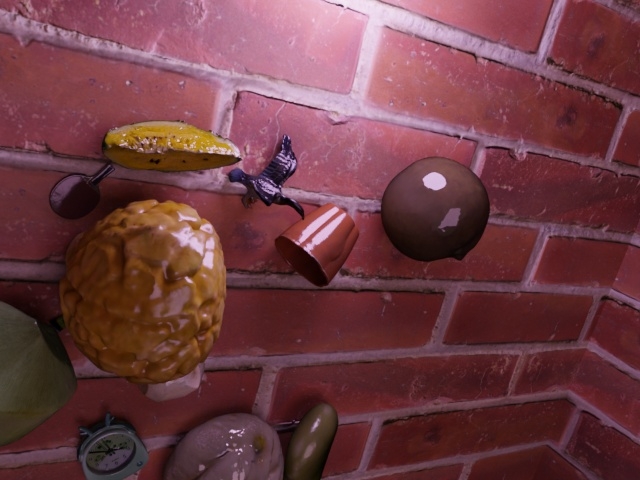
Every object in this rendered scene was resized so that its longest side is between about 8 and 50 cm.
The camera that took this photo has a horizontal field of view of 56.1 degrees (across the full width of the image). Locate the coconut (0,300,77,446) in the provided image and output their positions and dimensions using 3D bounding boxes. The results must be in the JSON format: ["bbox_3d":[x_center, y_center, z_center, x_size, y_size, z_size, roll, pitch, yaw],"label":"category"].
[{"bbox_3d":[-0.663,0.267,1.229,0.328,0.281,0.328,3,115,6],"label":"coconut"}]

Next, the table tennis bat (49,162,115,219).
[{"bbox_3d":[-0.517,-0.112,1.313,0.158,0.014,0.095,-42,125,-6],"label":"table tennis bat"}]

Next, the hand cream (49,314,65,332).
[{"bbox_3d":[-0.568,0.170,1.403,0.122,0.023,0.036,-31,124,-12],"label":"hand cream"}]

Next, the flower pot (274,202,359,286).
[{"bbox_3d":[0.000,0.000,1.593,0.173,0.190,0.191,-48,128,-21],"label":"flower pot"}]

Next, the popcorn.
[{"bbox_3d":[-0.376,0.102,1.289,0.344,0.390,0.354,5,141,-17],"label":"popcorn"}]

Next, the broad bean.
[{"bbox_3d":[-0.030,0.640,1.840,0.291,0.119,0.238,-69,159,-1],"label":"broad bean"}]

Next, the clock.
[{"bbox_3d":[-0.545,0.531,1.551,0.159,0.066,0.211,-23,121,-22],"label":"clock"}]

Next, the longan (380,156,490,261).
[{"bbox_3d":[0.319,-0.080,1.670,0.319,0.319,0.319,-13,117,-27],"label":"longan"}]

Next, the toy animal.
[{"bbox_3d":[-0.119,-0.125,1.471,0.197,0.160,0.272,57,40,-29],"label":"toy animal"}]

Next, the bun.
[{"bbox_3d":[-0.255,0.674,1.699,0.365,0.219,0.365,-15,118,-29],"label":"bun"}]

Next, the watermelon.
[{"bbox_3d":[-0.327,-0.198,1.318,0.301,0.129,0.123,0,108,-26],"label":"watermelon"}]

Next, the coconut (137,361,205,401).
[{"bbox_3d":[-0.372,0.323,1.511,0.162,0.161,0.161,-1,111,-34],"label":"coconut"}]
